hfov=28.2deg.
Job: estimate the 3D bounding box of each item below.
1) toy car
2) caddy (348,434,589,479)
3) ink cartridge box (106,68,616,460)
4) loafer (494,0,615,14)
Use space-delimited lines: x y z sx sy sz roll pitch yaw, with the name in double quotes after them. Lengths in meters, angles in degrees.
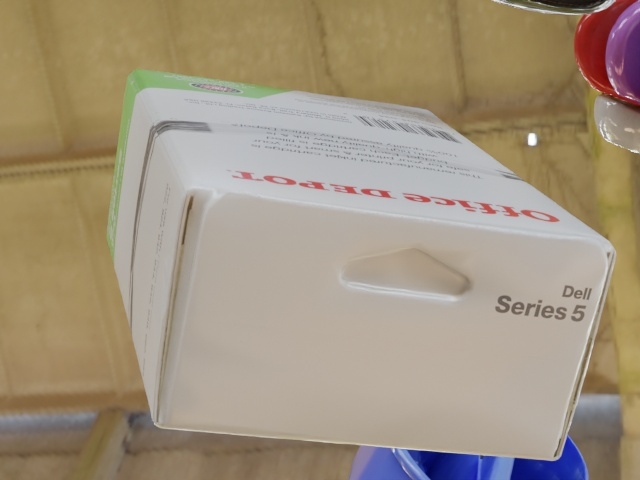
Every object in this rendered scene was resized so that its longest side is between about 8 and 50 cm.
0.281 -0.150 1.044 0.136 0.182 0.159 18 -81 -27 "toy car"
0.165 0.247 1.362 0.241 0.341 0.179 29 -69 -1 "caddy"
0.000 0.000 0.671 0.198 0.273 0.115 7 -74 -15 "ink cartridge box"
0.089 -0.169 0.722 0.170 0.061 0.062 21 -72 7 "loafer"
